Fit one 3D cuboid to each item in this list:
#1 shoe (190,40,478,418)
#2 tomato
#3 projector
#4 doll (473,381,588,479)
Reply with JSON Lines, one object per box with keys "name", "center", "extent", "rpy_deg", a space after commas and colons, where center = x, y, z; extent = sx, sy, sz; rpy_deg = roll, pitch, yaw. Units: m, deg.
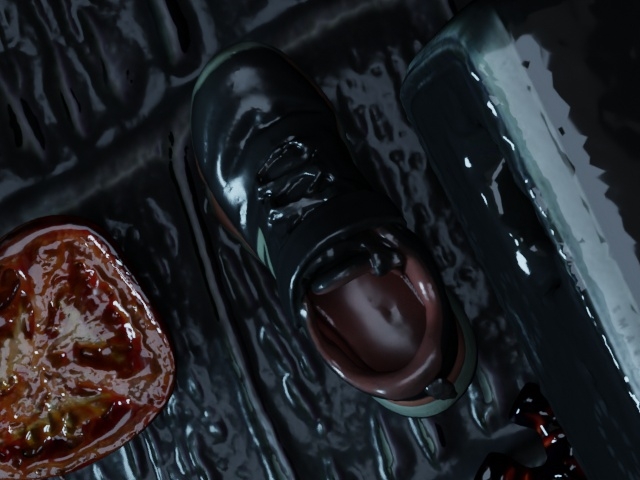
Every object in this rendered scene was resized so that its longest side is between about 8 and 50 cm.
{"name": "shoe", "center": [0.000, 0.000, 1.208], "extent": [0.114, 0.137, 0.291], "rpy_deg": [-35, 89, 6]}
{"name": "tomato", "center": [-0.192, 0.077, 1.260], "extent": [0.174, 0.082, 0.166], "rpy_deg": [-32, 94, 3]}
{"name": "projector", "center": [0.313, -0.033, 1.098], "extent": [0.405, 0.242, 0.395], "rpy_deg": [-26, 88, -8]}
{"name": "doll", "center": [0.231, 0.191, 1.229], "extent": [0.249, 0.088, 0.127], "rpy_deg": [25, 119, 13]}
